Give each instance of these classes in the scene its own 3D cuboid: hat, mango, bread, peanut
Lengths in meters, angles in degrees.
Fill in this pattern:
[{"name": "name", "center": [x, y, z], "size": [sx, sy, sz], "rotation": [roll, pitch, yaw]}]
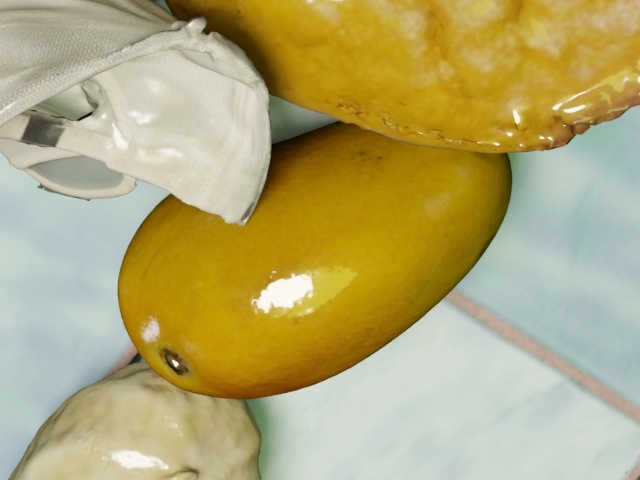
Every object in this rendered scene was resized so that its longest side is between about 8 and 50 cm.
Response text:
[{"name": "hat", "center": [-0.155, -0.084, 0.770], "size": [0.219, 0.226, 0.164], "rotation": [4, 116, -51]}, {"name": "mango", "center": [-0.002, 0.005, 0.882], "size": [0.254, 0.175, 0.139], "rotation": [-27, 120, 8]}, {"name": "bread", "center": [0.082, -0.235, 0.778], "size": [0.398, 0.215, 0.398], "rotation": [-1, 113, -2]}, {"name": "peanut", "center": [-0.156, 0.230, 0.971], "size": [0.174, 0.158, 0.340], "rotation": [45, 111, 23]}]
